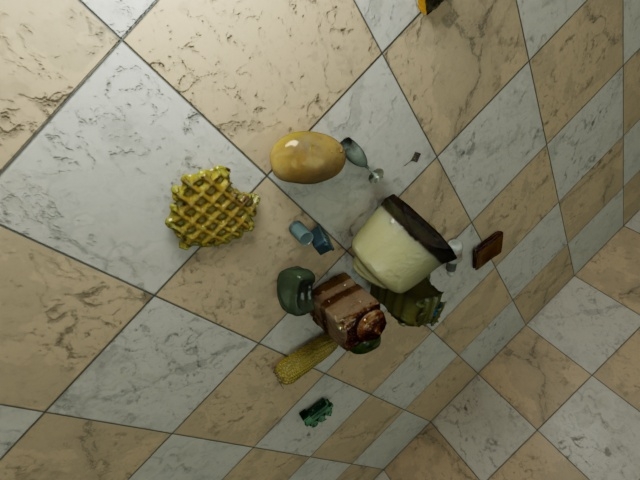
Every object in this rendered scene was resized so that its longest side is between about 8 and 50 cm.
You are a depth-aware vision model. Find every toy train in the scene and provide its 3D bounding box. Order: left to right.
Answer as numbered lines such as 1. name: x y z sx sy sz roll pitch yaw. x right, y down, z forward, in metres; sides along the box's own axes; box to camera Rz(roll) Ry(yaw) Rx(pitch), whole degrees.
1. toy train: -0.015 0.858 2.035 0.170 0.071 0.111 -35 127 -10

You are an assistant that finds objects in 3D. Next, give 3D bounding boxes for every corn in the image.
1. corn: -0.055 0.498 1.722 0.305 0.106 0.106 -30 133 -15

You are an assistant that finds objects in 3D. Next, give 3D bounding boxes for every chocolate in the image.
1. chocolate: 0.268 0.043 1.468 0.314 0.326 0.297 43 90 -1

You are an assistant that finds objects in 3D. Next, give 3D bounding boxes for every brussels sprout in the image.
1. brussels sprout: 0.186 0.431 1.823 0.181 0.144 0.161 34 63 -33

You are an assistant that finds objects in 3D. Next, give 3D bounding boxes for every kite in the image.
1. kite: 0.342 -0.295 1.503 0.078 0.002 0.044 -52 135 6

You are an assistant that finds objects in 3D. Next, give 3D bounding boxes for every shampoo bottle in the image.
1. shampoo bottle: 0.627 0.085 1.928 0.074 0.074 0.192 -23 133 -20

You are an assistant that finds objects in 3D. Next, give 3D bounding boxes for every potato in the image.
1. potato: -0.034 -0.242 1.192 0.234 0.146 0.150 -9 95 -30

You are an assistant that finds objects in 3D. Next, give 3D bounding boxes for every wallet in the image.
1. wallet: 0.860 0.051 2.094 0.196 0.042 0.161 -35 139 -13

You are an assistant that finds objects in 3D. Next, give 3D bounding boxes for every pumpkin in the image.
1. pumpkin: 0.319 -0.701 1.161 0.083 0.054 0.074 -44 140 -7

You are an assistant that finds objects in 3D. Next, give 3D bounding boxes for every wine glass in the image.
1. wine glass: 0.135 -0.264 1.340 0.066 0.066 0.198 -50 134 5

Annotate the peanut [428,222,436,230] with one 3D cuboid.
1. peanut: 0.397 0.011 1.697 0.214 0.099 0.099 -44 135 0

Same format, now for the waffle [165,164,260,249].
1. waffle: -0.301 -0.091 1.163 0.291 0.051 0.291 -19 133 -22

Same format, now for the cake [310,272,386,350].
1. cake: 0.108 0.292 1.559 0.199 0.293 0.196 -26 132 -23

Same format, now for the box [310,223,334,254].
1. box: 0.000 0.000 1.412 0.054 0.099 0.074 -33 135 10

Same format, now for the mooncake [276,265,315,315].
1. mooncake: -0.077 0.175 1.433 0.104 0.168 0.175 -5 138 -34

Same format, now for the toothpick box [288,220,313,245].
1. toothpick box: -0.065 -0.026 1.352 0.052 0.083 0.052 -18 130 -23

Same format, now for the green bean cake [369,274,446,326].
1. green bean cake: 0.384 0.230 1.693 0.285 0.310 0.202 -6 122 -29
